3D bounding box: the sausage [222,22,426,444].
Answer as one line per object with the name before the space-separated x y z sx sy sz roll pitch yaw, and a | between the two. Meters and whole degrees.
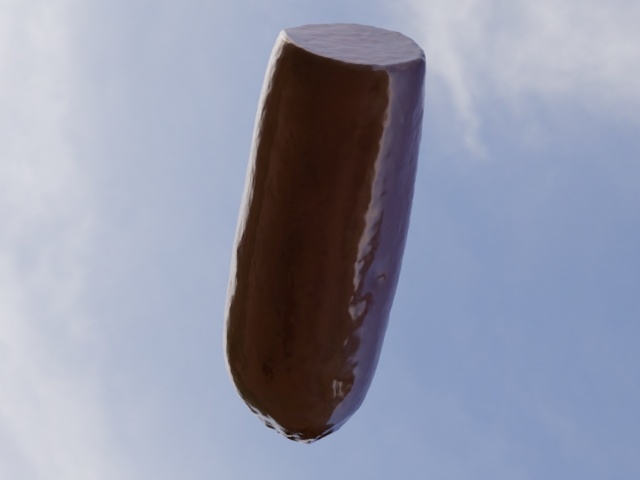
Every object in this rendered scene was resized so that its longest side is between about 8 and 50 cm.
sausage | 0.000 0.000 0.939 0.114 0.114 0.259 21 -69 33
